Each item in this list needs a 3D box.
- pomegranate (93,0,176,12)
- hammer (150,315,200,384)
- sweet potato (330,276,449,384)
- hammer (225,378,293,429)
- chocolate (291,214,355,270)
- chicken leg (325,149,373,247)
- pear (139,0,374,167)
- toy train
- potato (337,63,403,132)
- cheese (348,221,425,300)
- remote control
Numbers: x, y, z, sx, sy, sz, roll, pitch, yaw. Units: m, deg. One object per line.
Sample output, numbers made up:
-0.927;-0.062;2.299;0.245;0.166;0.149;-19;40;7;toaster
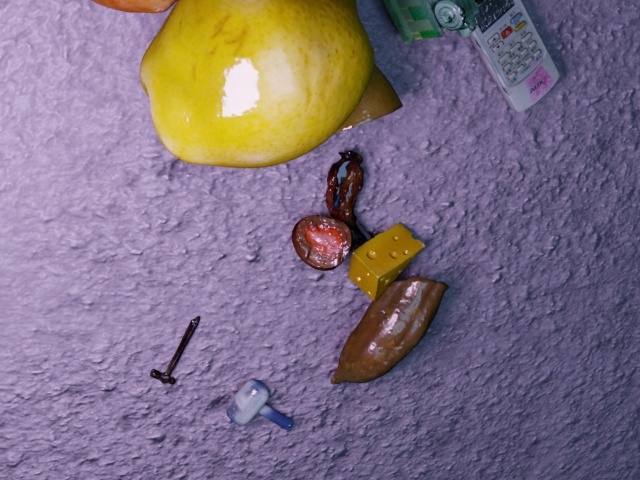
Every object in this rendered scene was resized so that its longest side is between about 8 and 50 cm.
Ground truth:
-0.327;-0.490;1.438;0.215;0.215;0.215;-10;116;-21;pomegranate
-0.322;0.247;1.873;0.065;0.021;0.178;25;100;-30;hammer
0.162;0.229;2.011;0.157;0.158;0.370;31;97;-32;sweet potato
-0.136;0.418;2.011;0.116;0.069;0.194;-50;127;1;hammer
0.000;0.000;1.855;0.133;0.124;0.127;42;134;-5;chocolate
0.065;-0.086;1.888;0.105;0.051;0.253;-23;123;-20;chicken leg
-0.113;-0.311;1.465;0.418;0.362;0.362;-27;121;0;pear
0.208;-0.540;1.662;0.120;0.202;0.301;-52;126;-26;toy train
0.059;-0.316;1.725;0.203;0.178;0.158;-14;104;9;potato
0.159;0.037;1.950;0.171;0.093;0.126;-40;158;-21;cheese
0.427;-0.456;1.887;0.145;0.050;0.344;-43;122;-2;remote control
